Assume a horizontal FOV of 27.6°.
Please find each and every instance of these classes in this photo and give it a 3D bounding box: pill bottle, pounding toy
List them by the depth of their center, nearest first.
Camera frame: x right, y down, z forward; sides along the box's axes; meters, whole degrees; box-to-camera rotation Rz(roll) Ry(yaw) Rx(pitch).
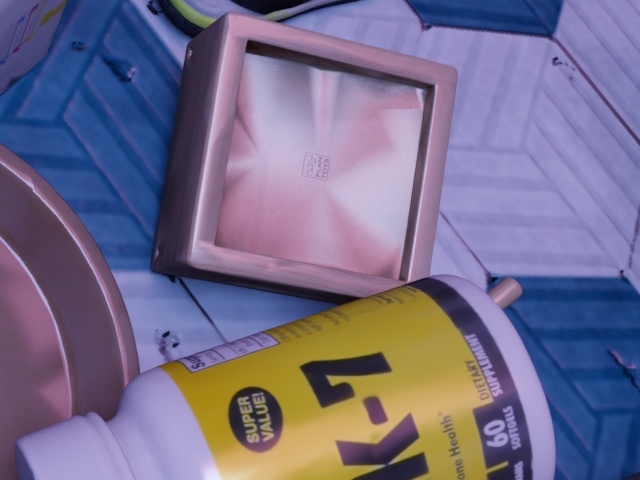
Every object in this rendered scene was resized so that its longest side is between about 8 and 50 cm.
[{"bbox_3d":[-0.016,0.098,0.561,0.208,0.119,0.119,-18,74,-20],"label":"pill bottle"},{"bbox_3d":[0.008,0.007,0.690,0.181,0.094,0.206,11,84,-19],"label":"pounding toy"}]

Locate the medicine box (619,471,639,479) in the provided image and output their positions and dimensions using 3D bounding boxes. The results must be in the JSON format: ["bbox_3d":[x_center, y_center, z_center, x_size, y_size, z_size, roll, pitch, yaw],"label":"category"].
[{"bbox_3d":[0.199,0.234,0.541,0.263,0.149,0.289,5,61,-63],"label":"medicine box"}]

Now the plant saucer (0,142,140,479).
[{"bbox_3d":[-0.212,0.066,0.565,0.278,0.041,0.278,11,68,-28],"label":"plant saucer"}]

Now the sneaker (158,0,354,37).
[{"bbox_3d":[0.005,-0.189,0.776,0.234,0.097,0.084,-36,84,-33],"label":"sneaker"}]

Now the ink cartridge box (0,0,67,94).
[{"bbox_3d":[-0.181,-0.133,0.638,0.092,0.143,0.090,40,56,-1],"label":"ink cartridge box"}]
